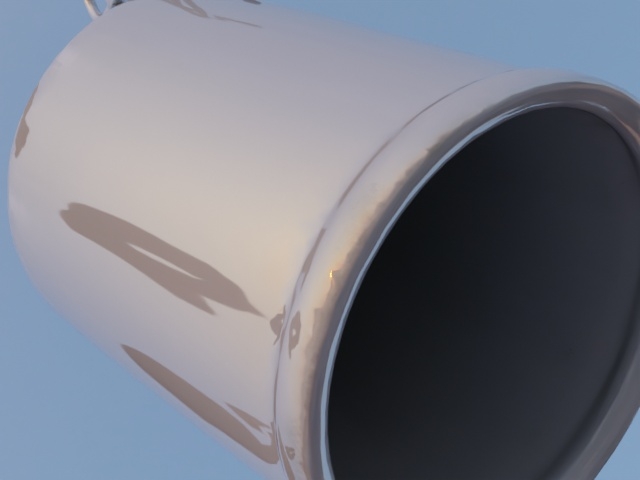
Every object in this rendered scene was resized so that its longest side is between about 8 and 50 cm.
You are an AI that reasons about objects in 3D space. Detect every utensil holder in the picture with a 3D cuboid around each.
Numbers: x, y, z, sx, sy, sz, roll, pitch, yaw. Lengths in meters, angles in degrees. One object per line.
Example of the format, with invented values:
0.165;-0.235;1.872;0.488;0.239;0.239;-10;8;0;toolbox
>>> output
0.000;0.000;0.870;0.328;0.385;0.327;-19;-59;-35;utensil holder

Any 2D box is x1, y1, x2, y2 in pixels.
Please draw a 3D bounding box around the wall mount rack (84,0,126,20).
-0.164;-0.376;1.251;0.130;0.350;0.304;-10;-103;-25;wall mount rack
